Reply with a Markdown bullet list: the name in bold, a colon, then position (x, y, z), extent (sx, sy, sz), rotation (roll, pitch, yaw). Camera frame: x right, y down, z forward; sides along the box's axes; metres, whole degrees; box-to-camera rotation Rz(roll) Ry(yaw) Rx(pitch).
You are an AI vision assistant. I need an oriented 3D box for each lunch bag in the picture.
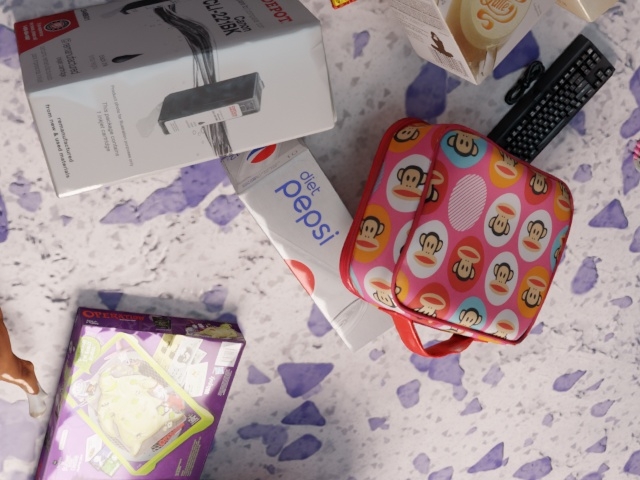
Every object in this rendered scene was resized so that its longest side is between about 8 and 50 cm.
- **lunch bag**: position (0.164, 0.014, 1.164), extent (0.293, 0.120, 0.258), rotation (23, 84, -43)

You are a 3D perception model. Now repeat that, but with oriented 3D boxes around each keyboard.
- **keyboard**: position (0.278, -0.170, 1.224), extent (0.108, 0.023, 0.180), rotation (35, 102, -33)

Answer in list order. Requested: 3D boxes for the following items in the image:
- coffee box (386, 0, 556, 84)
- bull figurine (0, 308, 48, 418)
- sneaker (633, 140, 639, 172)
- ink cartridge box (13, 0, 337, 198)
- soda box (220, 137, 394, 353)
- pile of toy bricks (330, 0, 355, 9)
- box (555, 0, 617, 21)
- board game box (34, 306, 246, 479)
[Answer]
- **coffee box**: position (0.125, -0.287, 0.945), extent (0.141, 0.098, 0.246), rotation (-48, 140, -6)
- **bull figurine**: position (-0.452, 0.198, 1.075), extent (0.310, 0.101, 0.188), rotation (-42, 132, -22)
- **sneaker**: position (0.463, -0.137, 1.304), extent (0.057, 0.047, 0.119), rotation (13, 116, -39)
- **ink cartridge box**: position (-0.144, -0.162, 0.964), extent (0.273, 0.197, 0.114), rotation (-15, 123, -12)
- **soda box**: position (0.000, 0.000, 1.178), extent (0.098, 0.091, 0.286), rotation (-33, 125, 1)
- **pile of toy bricks**: position (0.030, -0.333, 0.984), extent (0.118, 0.105, 0.212), rotation (-26, 125, -5)
- **box**: position (0.220, -0.389, 1.000), extent (0.121, 0.148, 0.311), rotation (-40, 123, 6)
- **board game box**: position (-0.243, 0.250, 1.265), extent (0.208, 0.056, 0.346), rotation (7, 116, -29)
